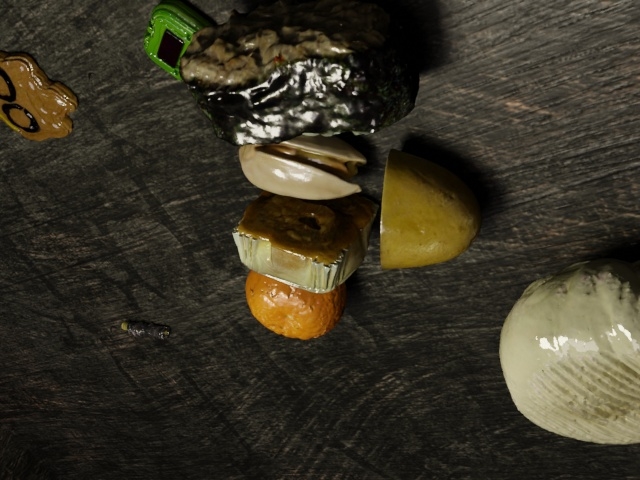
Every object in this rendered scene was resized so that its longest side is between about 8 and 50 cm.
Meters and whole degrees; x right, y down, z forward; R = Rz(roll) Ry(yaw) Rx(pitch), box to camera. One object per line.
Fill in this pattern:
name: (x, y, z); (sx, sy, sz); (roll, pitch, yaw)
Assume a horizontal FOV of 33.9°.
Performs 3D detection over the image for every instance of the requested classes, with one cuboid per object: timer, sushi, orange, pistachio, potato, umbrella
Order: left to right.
umbrella: (-0.419, 0.215, 2.513); (0.144, 0.040, 0.037); (5, 144, 36)
timer: (-0.231, -0.326, 1.740); (0.128, 0.047, 0.140); (36, 144, -1)
orange: (-0.044, 0.094, 1.978); (0.193, 0.161, 0.193); (14, 146, 10)
pistachio: (-0.032, -0.133, 1.745); (0.223, 0.126, 0.152); (12, 173, 21)
sushi: (-0.027, -0.252, 1.538); (0.350, 0.211, 0.170); (2, 129, 29)
potato: (0.177, -0.037, 1.668); (0.158, 0.178, 0.203); (9, 114, 9)

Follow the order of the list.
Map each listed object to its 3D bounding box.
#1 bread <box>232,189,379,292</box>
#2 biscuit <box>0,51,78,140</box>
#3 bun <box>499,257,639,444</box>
bread: (-0.025, -0.017, 1.806); (0.210, 0.192, 0.109); (21, 139, 19)
biscuit: (-0.597, -0.280, 2.089); (0.290, 0.041, 0.208); (7, 137, 33)
bun: (0.451, 0.160, 1.613); (0.365, 0.219, 0.365); (10, 145, 7)
